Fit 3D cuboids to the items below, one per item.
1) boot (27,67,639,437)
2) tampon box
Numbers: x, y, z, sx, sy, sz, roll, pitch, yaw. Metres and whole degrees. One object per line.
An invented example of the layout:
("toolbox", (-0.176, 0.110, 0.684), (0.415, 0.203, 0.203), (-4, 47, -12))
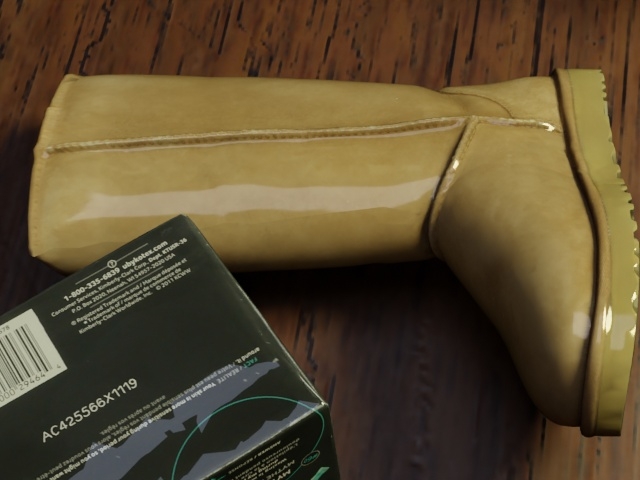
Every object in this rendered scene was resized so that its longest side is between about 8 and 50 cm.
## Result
("boot", (0.000, 0.000, 0.666), (0.269, 0.089, 0.236), (-1, 34, 4))
("tampon box", (-0.067, 0.092, 0.586), (0.120, 0.161, 0.101), (-30, 60, -13))
